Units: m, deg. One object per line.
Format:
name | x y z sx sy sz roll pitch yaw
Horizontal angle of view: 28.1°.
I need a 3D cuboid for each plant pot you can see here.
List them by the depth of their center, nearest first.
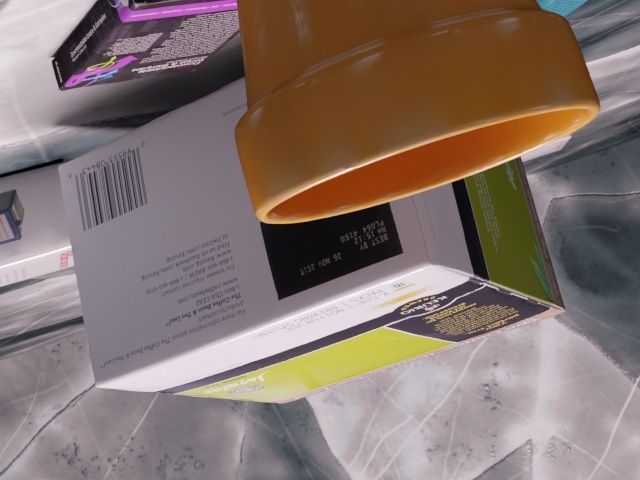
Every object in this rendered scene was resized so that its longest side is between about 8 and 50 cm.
plant pot | 0.035 -0.129 0.741 0.205 0.187 0.205 -17 174 -2

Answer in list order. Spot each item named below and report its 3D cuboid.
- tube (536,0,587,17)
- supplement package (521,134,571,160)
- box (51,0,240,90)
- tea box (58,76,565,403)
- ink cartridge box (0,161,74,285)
tube | 0.204 -0.217 1.165 0.080 0.052 0.207 -19 172 -46
supplement package | 0.206 -0.141 1.590 0.179 0.105 0.105 -18 174 3
box | -0.111 -0.151 0.899 0.116 0.029 0.162 -13 172 -32
tea box | 0.000 0.000 1.174 0.329 0.219 0.323 -21 160 24
ink cartridge box | -0.352 0.002 1.309 0.213 0.093 0.154 -15 174 -13
